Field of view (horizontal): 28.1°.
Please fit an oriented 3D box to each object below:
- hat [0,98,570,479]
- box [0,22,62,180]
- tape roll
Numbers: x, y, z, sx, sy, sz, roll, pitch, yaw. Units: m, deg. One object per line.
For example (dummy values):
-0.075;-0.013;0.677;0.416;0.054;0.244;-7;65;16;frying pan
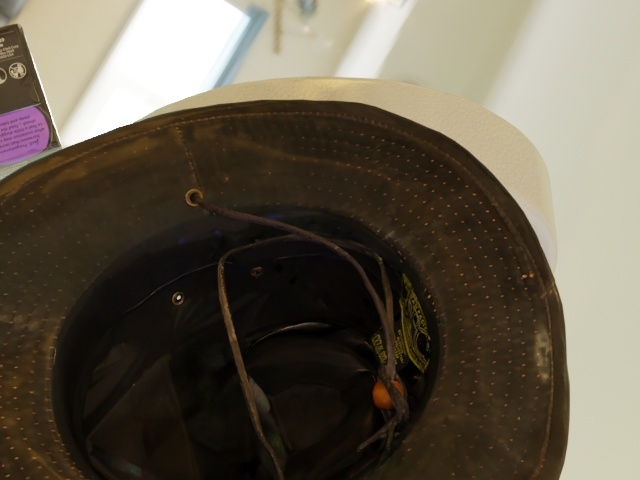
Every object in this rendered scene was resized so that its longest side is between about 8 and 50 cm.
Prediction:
-0.042;0.078;0.672;0.134;0.331;0.331;96;17;-61;hat
-0.383;-0.110;1.411;0.165;0.143;0.270;-18;171;-15;box
0.000;0.000;1.046;0.392;0.392;0.072;-43;-138;52;tape roll
